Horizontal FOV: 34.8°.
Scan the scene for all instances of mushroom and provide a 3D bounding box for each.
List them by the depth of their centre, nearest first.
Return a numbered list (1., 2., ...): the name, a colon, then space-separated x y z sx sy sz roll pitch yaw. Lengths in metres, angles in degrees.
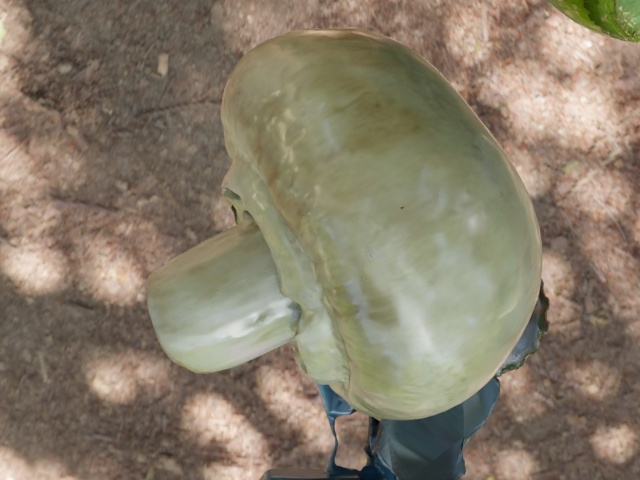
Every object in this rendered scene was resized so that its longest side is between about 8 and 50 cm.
1. mushroom: 0.000 0.000 0.641 0.234 0.260 0.254 -24 97 -11

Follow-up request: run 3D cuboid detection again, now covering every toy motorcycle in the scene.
1. toy motorcycle: 0.030 0.156 0.945 0.232 0.172 0.416 32 87 0

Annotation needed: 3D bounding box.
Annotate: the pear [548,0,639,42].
1. pear: 0.181 -0.290 0.632 0.159 0.292 0.292 -13 121 -19
